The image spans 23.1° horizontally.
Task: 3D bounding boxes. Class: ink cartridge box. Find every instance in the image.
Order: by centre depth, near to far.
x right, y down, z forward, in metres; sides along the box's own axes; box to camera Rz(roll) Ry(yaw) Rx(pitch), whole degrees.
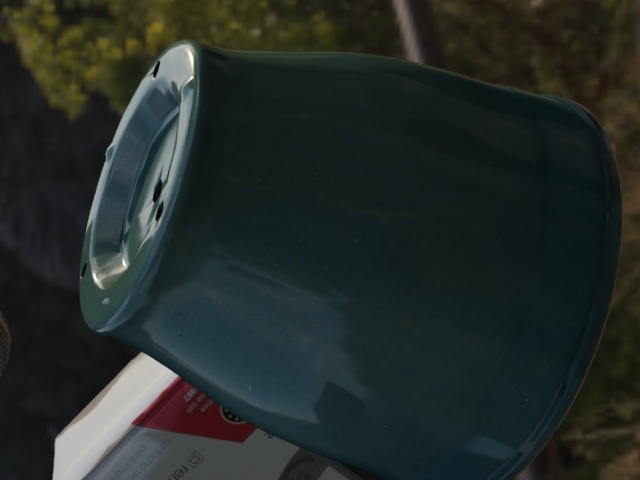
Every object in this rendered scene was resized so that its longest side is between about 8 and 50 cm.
[{"bbox_3d":[-0.031,0.202,1.256,0.226,0.306,0.131,-46,18,10],"label":"ink cartridge box"}]

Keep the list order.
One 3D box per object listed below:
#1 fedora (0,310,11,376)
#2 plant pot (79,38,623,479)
[{"bbox_3d":[-0.305,0.076,1.113,0.124,0.244,0.275,40,157,17],"label":"fedora"},{"bbox_3d":[0.000,0.000,0.962,0.271,0.255,0.271,-50,30,43],"label":"plant pot"}]
